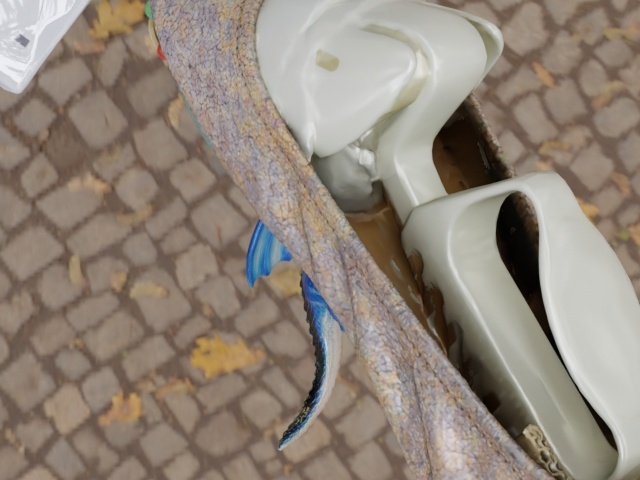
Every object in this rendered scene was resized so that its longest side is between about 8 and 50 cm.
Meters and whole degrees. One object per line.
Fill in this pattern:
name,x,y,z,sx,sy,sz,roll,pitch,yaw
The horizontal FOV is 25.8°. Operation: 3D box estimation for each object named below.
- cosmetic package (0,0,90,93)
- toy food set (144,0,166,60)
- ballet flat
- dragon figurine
cosmetic package,-0.111,-0.215,0.594,0.138,0.224,0.224,36,104,-17
toy food set,-0.113,-0.191,1.238,0.083,0.020,0.083,-30,75,-8
ballet flat,0.043,-0.016,0.502,0.108,0.106,0.316,-22,72,-34
dragon figurine,0.000,0.000,0.993,0.144,0.085,0.289,29,115,0
